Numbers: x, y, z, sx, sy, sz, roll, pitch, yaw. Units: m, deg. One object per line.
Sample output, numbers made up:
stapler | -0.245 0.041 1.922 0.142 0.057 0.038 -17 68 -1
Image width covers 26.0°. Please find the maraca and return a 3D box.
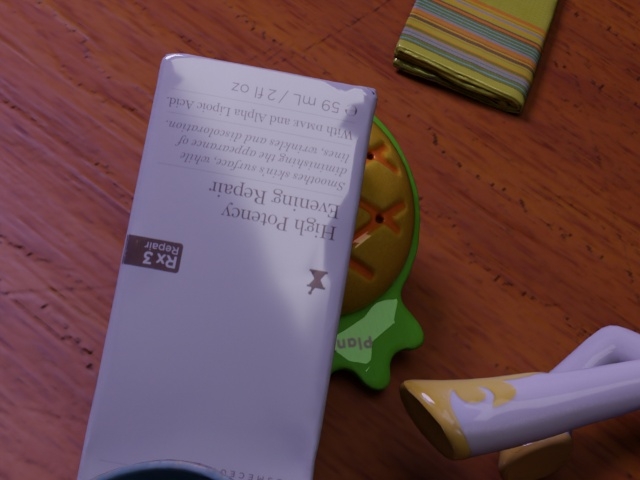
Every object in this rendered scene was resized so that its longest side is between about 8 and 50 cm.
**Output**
maraca | 0.000 0.000 0.820 0.127 0.099 0.186 -7 78 -9

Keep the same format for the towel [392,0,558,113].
towel | 0.132 -0.190 1.061 0.102 0.021 0.237 25 48 -1

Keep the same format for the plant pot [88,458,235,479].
plant pot | -0.044 0.254 0.504 0.195 0.290 0.290 39 42 -28

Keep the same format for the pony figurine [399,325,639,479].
pony figurine | 0.279 0.103 0.718 0.363 0.303 0.351 -31 54 -16

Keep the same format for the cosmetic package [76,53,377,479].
cosmetic package | -0.047 0.031 0.718 0.117 0.085 0.231 9 78 -3
